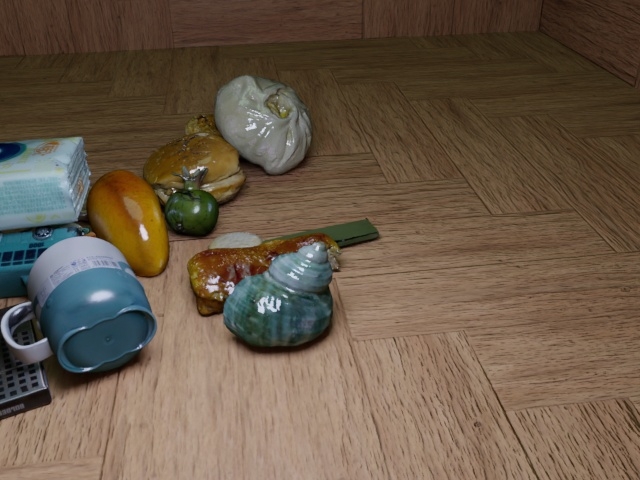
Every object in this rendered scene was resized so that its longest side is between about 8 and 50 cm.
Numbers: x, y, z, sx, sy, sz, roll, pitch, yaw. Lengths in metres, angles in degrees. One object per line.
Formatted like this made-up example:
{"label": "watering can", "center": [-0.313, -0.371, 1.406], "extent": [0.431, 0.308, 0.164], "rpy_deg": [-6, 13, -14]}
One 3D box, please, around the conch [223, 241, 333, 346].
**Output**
{"label": "conch", "center": [-0.067, 0.120, 1.478], "extent": [0.220, 0.277, 0.195], "rpy_deg": [35, 11, -13]}

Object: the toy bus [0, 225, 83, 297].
{"label": "toy bus", "center": [-0.703, 0.056, 1.636], "extent": [0.256, 0.128, 0.147], "rpy_deg": [-5, 52, -4]}

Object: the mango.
{"label": "mango", "center": [-0.497, -0.040, 1.775], "extent": [0.201, 0.199, 0.350], "rpy_deg": [-36, 51, -2]}

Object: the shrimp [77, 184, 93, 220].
{"label": "shrimp", "center": [-0.735, -0.142, 2.051], "extent": [0.168, 0.077, 0.317], "rpy_deg": [-8, 34, -30]}

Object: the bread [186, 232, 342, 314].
{"label": "bread", "center": [-0.124, 0.073, 1.635], "extent": [0.380, 0.109, 0.185], "rpy_deg": [-10, 32, -18]}

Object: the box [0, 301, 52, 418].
{"label": "box", "center": [-0.676, 0.250, 1.408], "extent": [0.180, 0.047, 0.325], "rpy_deg": [-16, 33, -23]}

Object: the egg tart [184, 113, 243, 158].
{"label": "egg tart", "center": [-0.328, -0.343, 2.330], "extent": [0.297, 0.132, 0.297], "rpy_deg": [12, 30, -7]}

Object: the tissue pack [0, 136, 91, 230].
{"label": "tissue pack", "center": [-0.788, -0.137, 1.675], "extent": [0.388, 0.162, 0.287], "rpy_deg": [-6, 28, -8]}

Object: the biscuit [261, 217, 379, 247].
{"label": "biscuit", "center": [0.000, 0.000, 1.818], "extent": [0.322, 0.038, 0.099], "rpy_deg": [-13, 30, -20]}

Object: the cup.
{"label": "cup", "center": [-0.507, 0.150, 1.412], "extent": [0.290, 0.219, 0.257], "rpy_deg": [-22, 38, -22]}

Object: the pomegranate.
{"label": "pomegranate", "center": [-0.351, -0.109, 1.863], "extent": [0.152, 0.191, 0.131], "rpy_deg": [10, 6, 18]}

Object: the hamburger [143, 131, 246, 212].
{"label": "hamburger", "center": [-0.385, -0.206, 2.056], "extent": [0.284, 0.174, 0.304], "rpy_deg": [-26, 31, -17]}

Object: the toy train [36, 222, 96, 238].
{"label": "toy train", "center": [-0.673, 0.000, 1.804], "extent": [0.188, 0.072, 0.099], "rpy_deg": [21, 43, 32]}

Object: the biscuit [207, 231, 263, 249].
{"label": "biscuit", "center": [-0.223, 0.016, 1.813], "extent": [0.152, 0.020, 0.152], "rpy_deg": [-1, 31, 1]}

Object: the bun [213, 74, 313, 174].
{"label": "bun", "center": [-0.171, -0.405, 2.209], "extent": [0.365, 0.219, 0.365], "rpy_deg": [24, 41, -23]}

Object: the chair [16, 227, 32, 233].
{"label": "chair", "center": [-0.941, -0.099, 1.916], "extent": [0.221, 0.140, 0.145], "rpy_deg": [19, 36, 35]}
